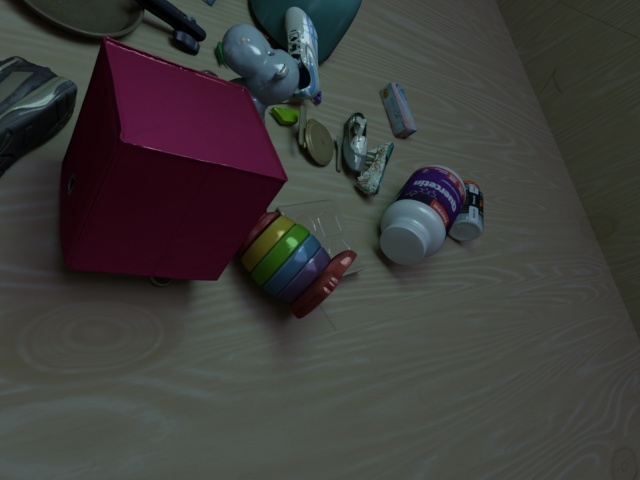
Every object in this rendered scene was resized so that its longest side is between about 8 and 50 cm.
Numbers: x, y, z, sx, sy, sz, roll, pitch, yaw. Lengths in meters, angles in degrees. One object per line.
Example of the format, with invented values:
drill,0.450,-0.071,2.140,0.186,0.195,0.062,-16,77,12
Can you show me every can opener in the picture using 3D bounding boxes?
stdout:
can opener,-0.334,-0.504,1.049,0.186,0.059,0.073,32,43,-53

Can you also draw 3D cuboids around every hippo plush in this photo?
hippo plush,-0.159,-0.300,0.969,0.294,0.236,0.234,41,32,-17

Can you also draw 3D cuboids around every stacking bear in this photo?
stacking bear,-0.097,0.009,0.957,0.289,0.164,0.175,43,34,-1

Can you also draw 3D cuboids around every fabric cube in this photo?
fabric cube,-0.253,-0.115,0.761,0.259,0.258,0.254,9,45,-38

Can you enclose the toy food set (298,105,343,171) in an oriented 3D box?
toy food set,-0.009,-0.265,1.259,0.192,0.039,0.132,27,59,-48

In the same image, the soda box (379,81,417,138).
soda box,0.263,-0.439,1.571,0.063,0.058,0.183,-2,71,-42

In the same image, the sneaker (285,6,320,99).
sneaker,-0.053,-0.495,1.224,0.086,0.085,0.237,-27,110,-61

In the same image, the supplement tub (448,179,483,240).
supplement tub,0.484,-0.103,1.552,0.117,0.117,0.190,33,51,-25

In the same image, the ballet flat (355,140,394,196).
ballet flat,0.159,-0.225,1.360,0.077,0.091,0.241,19,45,5

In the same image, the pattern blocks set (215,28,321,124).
pattern blocks set,-0.128,-0.437,1.247,0.325,0.026,0.285,1,68,-42

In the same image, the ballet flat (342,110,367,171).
ballet flat,0.103,-0.290,1.329,0.072,0.068,0.213,15,51,-18

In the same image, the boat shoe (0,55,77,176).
boat shoe,-0.531,-0.171,0.703,0.130,0.132,0.355,35,40,-11

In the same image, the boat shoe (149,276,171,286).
boat shoe,-0.294,0.007,0.857,0.056,0.049,0.152,-4,71,-41

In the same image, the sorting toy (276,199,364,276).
sorting toy,0.000,0.000,1.135,0.193,0.038,0.208,-13,73,-44

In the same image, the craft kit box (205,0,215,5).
craft kit box,-0.302,-0.722,1.083,0.247,0.250,0.060,24,54,-32

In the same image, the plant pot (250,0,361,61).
plant pot,-0.015,-0.701,1.313,0.293,0.235,0.293,23,50,-30

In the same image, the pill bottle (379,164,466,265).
pill bottle,0.287,-0.072,1.317,0.181,0.181,0.323,50,45,-10

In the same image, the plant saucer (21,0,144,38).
plant saucer,-0.505,-0.527,0.952,0.278,0.041,0.277,20,57,-34
